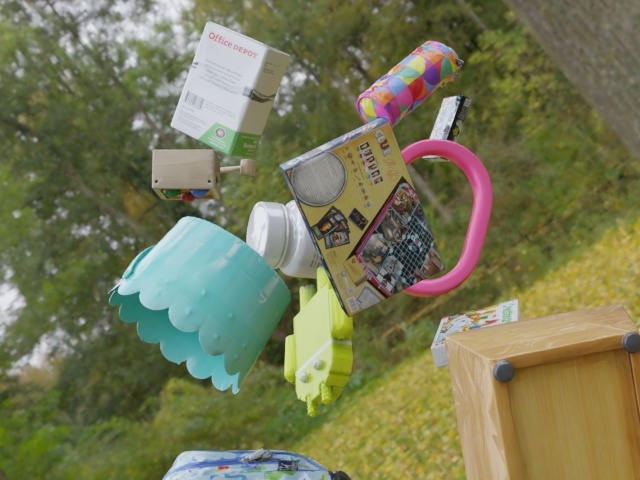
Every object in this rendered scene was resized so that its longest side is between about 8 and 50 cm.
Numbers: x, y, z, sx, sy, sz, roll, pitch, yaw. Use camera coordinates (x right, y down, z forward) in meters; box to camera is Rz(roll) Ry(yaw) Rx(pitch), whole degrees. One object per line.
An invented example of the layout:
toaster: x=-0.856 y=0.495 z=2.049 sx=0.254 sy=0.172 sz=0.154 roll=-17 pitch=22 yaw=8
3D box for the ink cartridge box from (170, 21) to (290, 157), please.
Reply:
ink cartridge box: x=-0.229 y=-0.384 z=2.282 sx=0.121 sy=0.211 sz=0.289 roll=-1 pitch=-64 yaw=-61

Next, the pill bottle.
pill bottle: x=0.000 y=0.000 z=1.853 sx=0.283 sy=0.160 sz=0.160 roll=6 pitch=-23 yaw=-23

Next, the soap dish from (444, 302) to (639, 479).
soap dish: x=0.283 y=0.235 z=1.043 sx=0.228 sy=0.291 sz=0.118 roll=-9 pitch=-1 yaw=-10

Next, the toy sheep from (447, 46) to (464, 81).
toy sheep: x=0.288 y=-0.416 z=2.105 sx=0.091 sy=0.091 sz=0.132 roll=-40 pitch=4 yaw=22

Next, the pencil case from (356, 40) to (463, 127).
pencil case: x=0.184 y=-0.316 z=1.830 sx=0.236 sy=0.104 sz=0.104 roll=-39 pitch=-2 yaw=-24

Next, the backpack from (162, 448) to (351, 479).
backpack: x=-0.130 y=0.510 z=1.628 sx=0.355 sy=0.273 sz=0.290 roll=-10 pitch=-32 yaw=-19

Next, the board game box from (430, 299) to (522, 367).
board game box: x=0.364 y=0.209 z=2.041 sx=0.192 sy=0.053 sz=0.305 roll=-16 pitch=4 yaw=14

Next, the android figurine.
android figurine: x=-0.002 y=0.189 z=1.662 sx=0.248 sy=0.056 sz=0.273 roll=132 pitch=145 yaw=-51

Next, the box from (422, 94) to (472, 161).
box: x=0.261 y=-0.230 z=1.840 sx=0.094 sy=0.027 sz=0.137 roll=-167 pitch=97 yaw=-74

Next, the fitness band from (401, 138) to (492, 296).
fitness band: x=0.198 y=-0.043 z=1.606 sx=0.054 sy=0.208 sz=0.291 roll=108 pitch=179 yaw=-76

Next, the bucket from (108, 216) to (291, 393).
bucket: x=-0.198 y=0.105 z=1.505 sx=0.183 sy=0.281 sz=0.281 roll=-54 pitch=4 yaw=-22

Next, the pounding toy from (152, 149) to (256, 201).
pounding toy: x=-0.241 y=-0.128 z=1.901 sx=0.206 sy=0.094 sz=0.181 roll=0 pitch=-9 yaw=-1

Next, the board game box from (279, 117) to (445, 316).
board game box: x=0.064 y=-0.031 z=1.285 sx=0.165 sy=0.243 sz=0.042 roll=-26 pitch=21 yaw=-7
